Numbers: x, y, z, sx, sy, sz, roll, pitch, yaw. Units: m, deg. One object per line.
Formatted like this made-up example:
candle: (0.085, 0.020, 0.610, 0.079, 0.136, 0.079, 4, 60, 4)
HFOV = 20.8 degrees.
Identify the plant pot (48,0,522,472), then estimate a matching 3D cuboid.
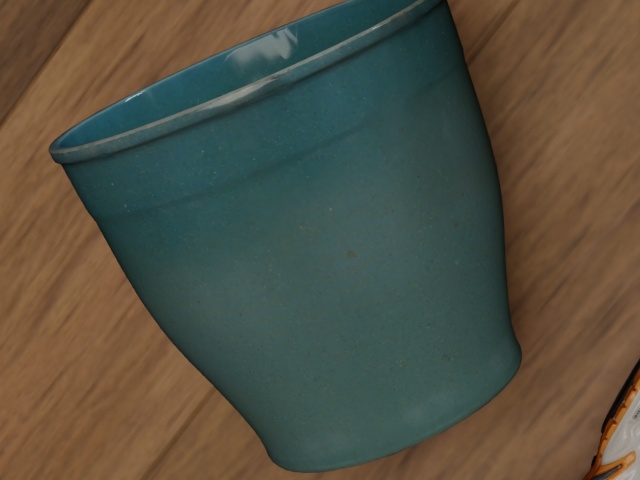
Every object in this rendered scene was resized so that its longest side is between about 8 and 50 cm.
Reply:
plant pot: (0.000, 0.000, 1.131, 0.272, 0.271, 0.255, -20, 103, 14)

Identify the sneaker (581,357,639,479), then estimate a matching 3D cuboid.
sneaker: (0.217, 0.198, 1.162, 0.121, 0.099, 0.262, 29, 100, 6)
